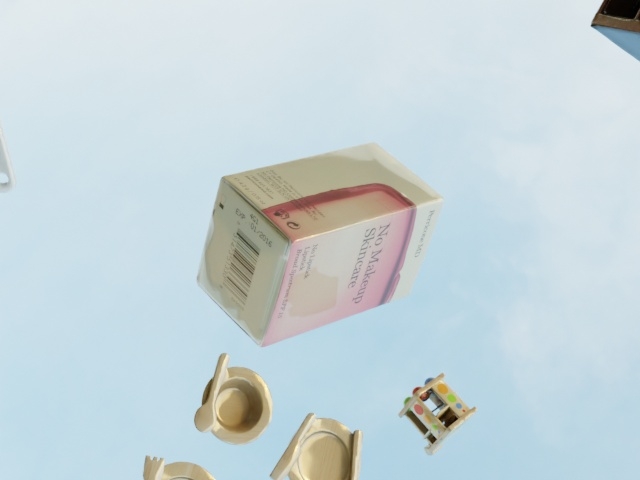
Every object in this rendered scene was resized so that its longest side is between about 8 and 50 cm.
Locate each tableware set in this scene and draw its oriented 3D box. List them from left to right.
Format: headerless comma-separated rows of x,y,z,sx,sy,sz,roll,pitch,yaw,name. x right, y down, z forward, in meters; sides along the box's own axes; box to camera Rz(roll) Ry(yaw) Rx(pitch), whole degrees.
-0.044,0.171,0.819,0.020,0.169,0.141,-21,-137,58,tableware set

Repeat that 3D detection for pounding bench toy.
0.124,0.200,1.323,0.052,0.083,0.065,-29,-111,-41,pounding bench toy

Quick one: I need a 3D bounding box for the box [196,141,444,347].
0.000,0.000,1.287,0.232,0.148,0.127,-16,-134,-39,box

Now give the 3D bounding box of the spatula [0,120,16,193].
-0.282,-0.133,0.714,0.168,0.242,0.019,-8,-154,-2,spatula

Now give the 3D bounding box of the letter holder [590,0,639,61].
0.536,-0.289,1.484,0.214,0.302,0.152,-62,-149,2,letter holder
